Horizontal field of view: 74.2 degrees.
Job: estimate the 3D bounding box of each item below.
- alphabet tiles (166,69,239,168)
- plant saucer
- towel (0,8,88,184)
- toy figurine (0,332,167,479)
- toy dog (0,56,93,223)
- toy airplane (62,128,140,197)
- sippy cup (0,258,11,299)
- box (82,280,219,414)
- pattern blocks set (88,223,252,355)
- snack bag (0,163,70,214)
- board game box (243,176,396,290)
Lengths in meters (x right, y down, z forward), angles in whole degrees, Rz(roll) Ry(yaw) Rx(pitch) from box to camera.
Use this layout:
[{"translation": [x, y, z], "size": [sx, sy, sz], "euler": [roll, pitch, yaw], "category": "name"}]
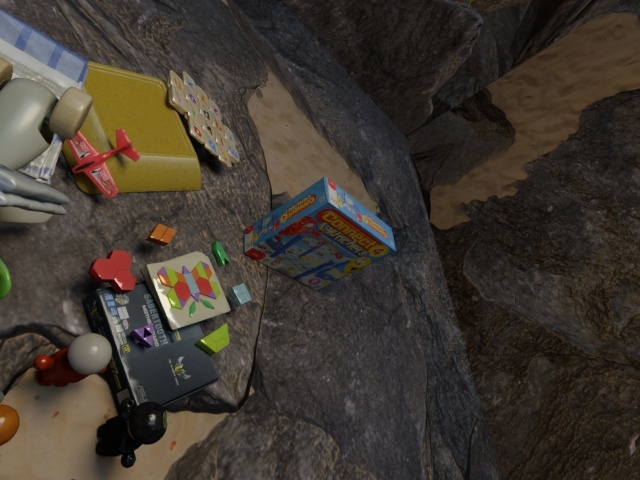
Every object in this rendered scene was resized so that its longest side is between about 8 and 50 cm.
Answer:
[{"translation": [-0.324, -0.337, 1.185], "size": [0.284, 0.021, 0.277], "euler": [45, 22, -54], "category": "alphabet tiles"}, {"translation": [-0.439, -0.276, 0.982], "size": [0.333, 0.081, 0.332], "euler": [-15, 77, -59], "category": "plant saucer"}, {"translation": [-0.555, -0.262, 0.757], "size": [0.209, 0.034, 0.284], "euler": [27, 62, -45], "category": "towel"}, {"translation": [-0.349, 0.260, 0.582], "size": [0.213, 0.148, 0.209], "euler": [57, 30, -6], "category": "toy figurine"}, {"translation": [-0.506, -0.126, 0.660], "size": [0.220, 0.161, 0.333], "euler": [46, 67, -16], "category": "toy dog"}, {"translation": [-0.426, -0.166, 0.828], "size": [0.151, 0.151, 0.028], "euler": [44, -2, -26], "category": "toy airplane"}, {"translation": [-0.454, 0.073, 0.388], "size": [0.306, 0.240, 0.223], "euler": [-30, 97, -43], "category": "sippy cup"}, {"translation": [-0.310, 0.190, 0.792], "size": [0.183, 0.059, 0.232], "euler": [-5, 68, -59], "category": "box"}, {"translation": [-0.268, 0.096, 0.857], "size": [0.285, 0.026, 0.325], "euler": [58, 26, -6], "category": "pattern blocks set"}, {"translation": [-0.446, -0.115, 0.418], "size": [0.343, 0.323, 0.037], "euler": [29, 82, -22], "category": "snack bag"}, {"translation": [0.000, 0.000, 1.185], "size": [0.308, 0.302, 0.086], "euler": [32, 40, -40], "category": "board game box"}]
